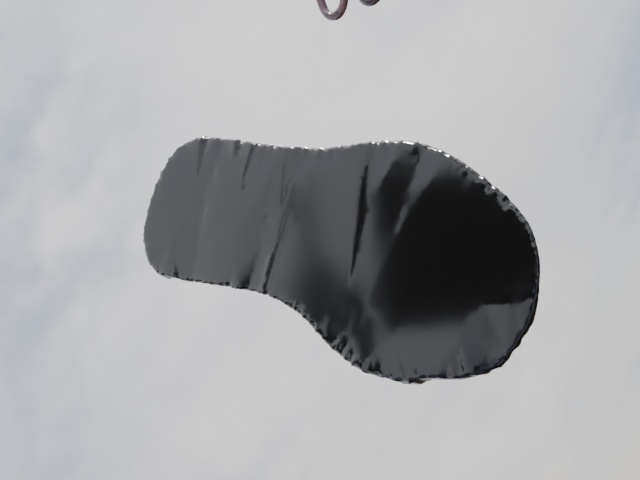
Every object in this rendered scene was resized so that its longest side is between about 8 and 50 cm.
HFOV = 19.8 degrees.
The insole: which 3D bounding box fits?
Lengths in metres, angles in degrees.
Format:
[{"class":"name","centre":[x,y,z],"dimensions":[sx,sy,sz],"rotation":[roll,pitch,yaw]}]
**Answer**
[{"class":"insole","centre":[0.000,0.000,0.965],"dimensions":[0.009,0.348,0.119],"rotation":[19,-93,-36]}]

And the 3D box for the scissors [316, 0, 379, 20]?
[{"class":"scissors","centre":[0.017,-0.266,1.451],"dimensions":[0.022,0.085,0.176],"rotation":[-1,-98,-38]}]
